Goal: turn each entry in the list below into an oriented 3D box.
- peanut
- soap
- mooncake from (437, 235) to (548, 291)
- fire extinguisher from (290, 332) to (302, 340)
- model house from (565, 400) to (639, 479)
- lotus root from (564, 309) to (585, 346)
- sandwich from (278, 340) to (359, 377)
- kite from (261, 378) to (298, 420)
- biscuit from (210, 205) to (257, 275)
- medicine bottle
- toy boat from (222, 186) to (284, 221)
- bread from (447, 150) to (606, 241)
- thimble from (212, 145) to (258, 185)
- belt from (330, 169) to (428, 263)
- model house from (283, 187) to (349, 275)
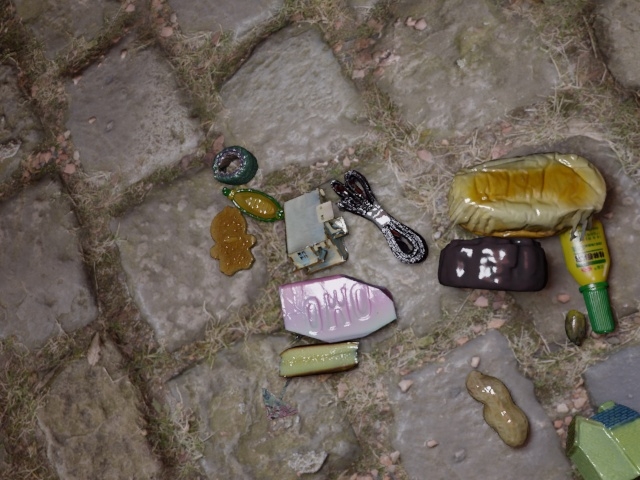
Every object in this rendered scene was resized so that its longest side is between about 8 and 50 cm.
[{"bbox_3d":[0.486,0.456,1.436,0.104,0.085,0.228,-38,75,28],"label":"peanut"},{"bbox_3d":[0.055,0.198,1.540,0.323,0.109,0.193,-10,86,4],"label":"soap"},{"bbox_3d":[0.451,0.059,1.381,0.282,0.283,0.141,2,86,15],"label":"mooncake"},{"bbox_3d":[-0.051,0.233,1.626,0.078,0.045,0.157,4,85,-6],"label":"fire extinguisher"},{"bbox_3d":[0.747,0.525,1.335,0.214,0.195,0.189,-27,54,-3],"label":"model house"},{"bbox_3d":[0.689,0.237,1.415,0.049,0.054,0.099,0,85,5],"label":"lotus root"},{"bbox_3d":[0.002,0.356,1.573,0.257,0.096,0.094,-10,77,15],"label":"sandwich"},{"bbox_3d":[-0.128,0.500,1.640,0.139,0.011,0.157,27,94,13],"label":"kite"},{"bbox_3d":[-0.291,-0.002,1.715,0.165,0.036,0.226,-21,77,12],"label":"biscuit"},{"bbox_3d":[0.729,0.095,1.407,0.111,0.076,0.309,-12,83,15],"label":"medicine bottle"},{"bbox_3d":[-0.206,-0.115,1.673,0.229,0.088,0.089,22,92,15],"label":"toy boat"},{"bbox_3d":[0.543,-0.122,1.405,0.388,0.183,0.236,5,68,13],"label":"bread"},{"bbox_3d":[-0.280,-0.245,1.705,0.135,0.090,0.119,-12,80,16],"label":"thimble"},{"bbox_3d":[0.179,-0.066,1.561,0.359,0.094,0.126,43,93,13],"label":"belt"},{"bbox_3d":[0.000,0.000,1.565,0.178,0.206,0.271,-21,42,9],"label":"model house"}]
